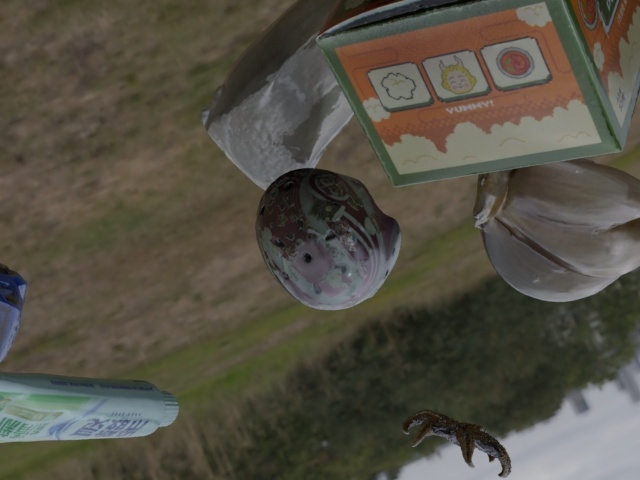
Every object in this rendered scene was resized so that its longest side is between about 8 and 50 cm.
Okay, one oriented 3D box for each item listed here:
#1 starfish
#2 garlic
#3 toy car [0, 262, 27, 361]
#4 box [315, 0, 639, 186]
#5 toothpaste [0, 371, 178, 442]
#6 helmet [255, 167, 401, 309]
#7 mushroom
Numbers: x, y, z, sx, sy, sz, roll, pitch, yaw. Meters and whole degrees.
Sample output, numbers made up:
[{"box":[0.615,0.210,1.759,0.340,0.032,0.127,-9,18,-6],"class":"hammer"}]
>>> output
[{"box":[0.103,0.154,0.991,0.091,0.078,0.028,14,101,-39],"class":"starfish"},{"box":[0.314,-0.039,1.647,0.292,0.210,0.237,19,140,-13],"class":"garlic"},{"box":[-0.310,0.077,1.169,0.063,0.103,0.216,18,-177,-4],"class":"toy car"},{"box":[0.125,-0.162,0.904,0.177,0.148,0.195,-8,-142,33],"class":"box"},{"box":[-0.204,0.132,1.021,0.075,0.048,0.297,-48,156,13],"class":"toothpaste"},{"box":[0.003,0.012,1.492,0.153,0.177,0.107,-42,-162,26],"class":"helmet"},{"box":[-0.005,-0.209,1.490,0.407,0.154,0.137,-53,179,41],"class":"mushroom"}]
